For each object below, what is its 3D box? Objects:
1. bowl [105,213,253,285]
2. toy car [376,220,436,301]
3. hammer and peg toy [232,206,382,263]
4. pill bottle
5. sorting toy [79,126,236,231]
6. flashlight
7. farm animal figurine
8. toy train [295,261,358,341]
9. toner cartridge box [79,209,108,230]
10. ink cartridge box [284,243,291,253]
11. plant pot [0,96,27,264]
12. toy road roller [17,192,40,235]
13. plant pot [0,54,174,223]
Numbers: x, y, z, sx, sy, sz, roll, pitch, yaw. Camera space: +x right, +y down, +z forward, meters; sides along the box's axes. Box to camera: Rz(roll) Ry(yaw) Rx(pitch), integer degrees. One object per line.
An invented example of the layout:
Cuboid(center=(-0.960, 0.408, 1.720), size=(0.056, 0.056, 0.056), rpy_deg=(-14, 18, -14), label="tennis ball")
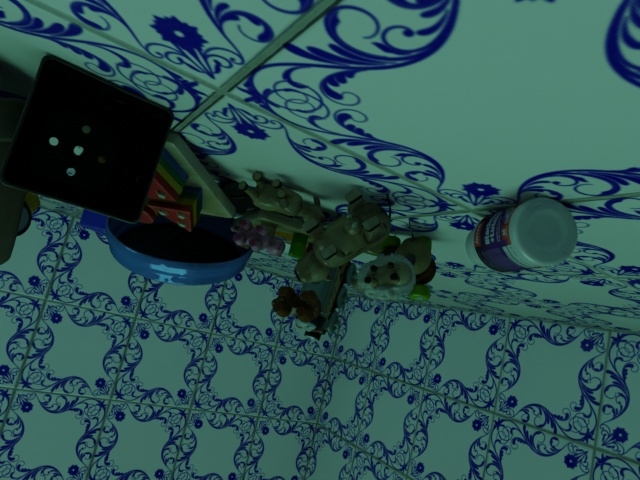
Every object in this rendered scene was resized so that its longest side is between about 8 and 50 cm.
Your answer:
Cuboid(center=(-0.380, 0.000, 1.304), size=(0.392, 0.077, 0.391), rpy_deg=(13, -157, -6), label="bowl")
Cuboid(center=(0.198, 0.039, 1.106), size=(0.149, 0.154, 0.188), rpy_deg=(2, 156, 11), label="toy car")
Cuboid(center=(-0.031, -0.001, 1.237), size=(0.362, 0.127, 0.266), rpy_deg=(18, 169, -24), label="hammer and peg toy")
Cuboid(center=(0.325, -0.002, 0.803), size=(0.108, 0.108, 0.193), rpy_deg=(15, 170, -6), label="pill bottle")
Cuboid(center=(-0.348, -0.111, 0.974), size=(0.257, 0.089, 0.255), rpy_deg=(9, 154, 23), label="sorting toy")
Cuboid(center=(-0.295, -0.094, 1.188), size=(0.304, 0.103, 0.103), rpy_deg=(-3, 119, 50), label="flashlight")
Cuboid(center=(0.000, 0.000, 0.970), size=(0.327, 0.329, 0.172), rpy_deg=(-18, 160, 10), label="farm animal figurine")
Cuboid(center=(0.011, 0.151, 1.520), size=(0.142, 0.333, 0.190), rpy_deg=(12, 156, 25), label="toy train")
Cuboid(center=(-0.606, -0.085, 1.454), size=(0.075, 0.165, 0.348), rpy_deg=(14, 171, -1), label="toner cartridge box")
Cuboid(center=(-0.138, 0.008, 1.668), size=(0.189, 0.066, 0.232), rpy_deg=(12, 174, 14), label="ink cartridge box")
Cuboid(center=(-0.627, -0.096, 0.776), size=(0.324, 0.280, 0.323), rpy_deg=(2, -167, 0), label="plant pot")
Cuboid(center=(-0.851, -0.183, 1.196), size=(0.203, 0.240, 0.329), rpy_deg=(9, 144, 17), label="toy road roller")
Cuboid(center=(-0.371, -0.148, 0.749), size=(0.188, 0.187, 0.167), rpy_deg=(20, 175, -35), label="plant pot")
